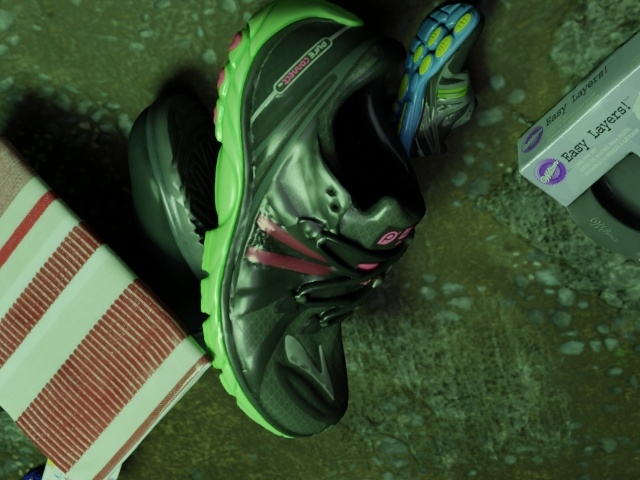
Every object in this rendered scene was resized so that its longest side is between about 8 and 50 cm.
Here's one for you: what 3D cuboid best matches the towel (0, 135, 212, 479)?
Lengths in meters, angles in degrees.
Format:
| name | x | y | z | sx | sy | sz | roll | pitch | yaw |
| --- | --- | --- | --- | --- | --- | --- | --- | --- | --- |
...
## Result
| name | x | y | z | sx | sy | sz | roll | pitch | yaw |
| --- | --- | --- | --- | --- | --- | --- | --- | --- | --- |
| towel | -0.289 | 0.082 | 1.686 | 0.329 | 0.037 | 0.237 | 45 | 117 | 7 |

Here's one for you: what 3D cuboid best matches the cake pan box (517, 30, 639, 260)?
| name | x | y | z | sx | sy | sz | roll | pitch | yaw |
| --- | --- | --- | --- | --- | --- | --- | --- | --- | --- |
| cake pan box | 0.372 | -0.094 | 1.633 | 0.245 | 0.070 | 0.267 | 36 | 125 | -17 |

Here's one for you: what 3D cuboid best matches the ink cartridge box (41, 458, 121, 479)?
| name | x | y | z | sx | sy | sz | roll | pitch | yaw |
| --- | --- | --- | --- | --- | --- | --- | --- | --- | --- |
| ink cartridge box | -0.289 | 0.257 | 1.989 | 0.092 | 0.090 | 0.143 | 17 | 129 | -6 |

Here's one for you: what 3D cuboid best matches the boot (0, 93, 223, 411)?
| name | x | y | z | sx | sy | sz | roll | pitch | yaw |
| --- | --- | --- | --- | --- | --- | --- | --- | --- | --- |
| boot | -0.297 | 0.032 | 1.791 | 0.445 | 0.146 | 0.367 | -7 | 125 | 19 |

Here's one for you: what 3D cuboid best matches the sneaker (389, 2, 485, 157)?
| name | x | y | z | sx | sy | sz | roll | pitch | yaw |
| --- | --- | --- | --- | --- | --- | --- | --- | --- | --- |
| sneaker | 0.127 | -0.163 | 1.622 | 0.078 | 0.067 | 0.188 | 3 | 130 | -21 |

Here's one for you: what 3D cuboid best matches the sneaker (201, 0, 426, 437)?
| name | x | y | z | sx | sy | sz | roll | pitch | yaw |
| --- | --- | --- | --- | --- | --- | --- | --- | --- | --- |
| sneaker | 0.000 | 0.000 | 1.613 | 0.202 | 0.185 | 0.483 | 13 | 118 | 23 |

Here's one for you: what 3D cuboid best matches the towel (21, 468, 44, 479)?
| name | x | y | z | sx | sy | sz | roll | pitch | yaw |
| --- | --- | --- | --- | --- | --- | --- | --- | --- | --- |
| towel | -0.314 | 0.449 | 2.156 | 0.308 | 0.076 | 0.227 | 32 | 125 | -17 |
